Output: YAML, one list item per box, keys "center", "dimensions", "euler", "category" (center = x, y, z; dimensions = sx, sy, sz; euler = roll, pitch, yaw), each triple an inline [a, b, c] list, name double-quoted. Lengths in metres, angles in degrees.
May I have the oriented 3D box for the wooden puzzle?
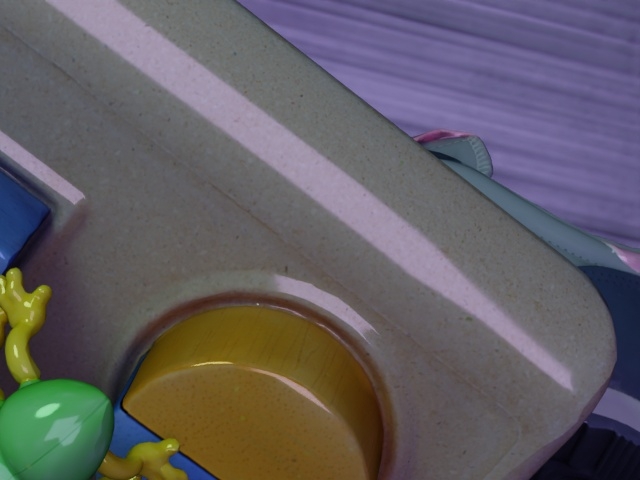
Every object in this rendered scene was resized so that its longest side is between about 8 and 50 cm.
- center: [-0.123, 0.069, 0.627]
  dimensions: [0.322, 0.080, 0.348]
  euler: [38, 107, -7]
  category: "wooden puzzle"

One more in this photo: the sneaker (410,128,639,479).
- center: [0.000, 0.000, 0.720]
  dimensions: [0.319, 0.112, 0.131]
  euler: [25, 55, -5]
  category: "sneaker"

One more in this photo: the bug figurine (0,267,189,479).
- center: [-0.182, 0.061, 0.556]
  dimensions: [0.216, 0.072, 0.279]
  euler: [-38, 101, 20]
  category: "bug figurine"
